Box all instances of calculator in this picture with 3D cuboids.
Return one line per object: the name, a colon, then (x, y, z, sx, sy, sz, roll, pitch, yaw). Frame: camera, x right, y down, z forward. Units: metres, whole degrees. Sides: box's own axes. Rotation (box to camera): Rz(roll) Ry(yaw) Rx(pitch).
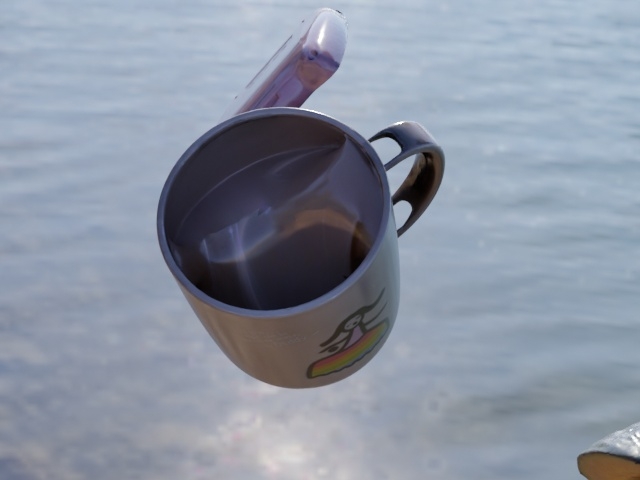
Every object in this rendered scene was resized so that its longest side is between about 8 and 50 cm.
calculator: (-0.046, -0.162, 1.711, 0.043, 0.194, 0.294, 39, 12, -12)

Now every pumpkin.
pumpkin: (0.357, 0.218, 1.673, 0.149, 0.130, 0.254, 24, -18, 35)

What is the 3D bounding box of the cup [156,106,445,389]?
cup: (0.000, 0.000, 1.426, 0.253, 0.200, 0.191, -37, 64, -9)
